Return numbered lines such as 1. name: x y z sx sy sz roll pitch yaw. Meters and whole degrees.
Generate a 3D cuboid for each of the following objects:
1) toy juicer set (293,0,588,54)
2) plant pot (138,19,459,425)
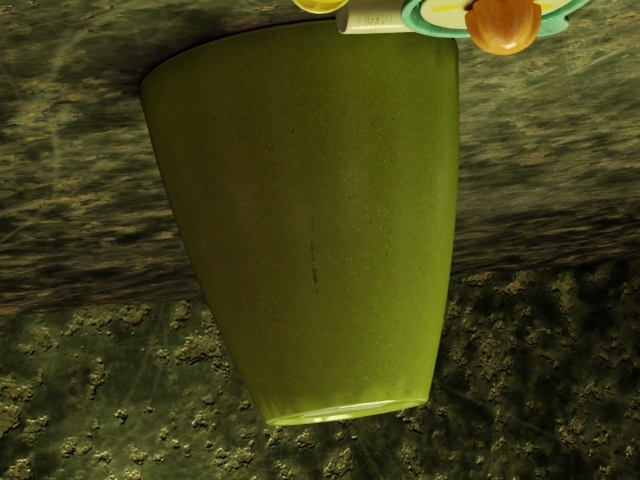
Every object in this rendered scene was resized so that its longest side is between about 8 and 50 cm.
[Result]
1. toy juicer set: 0.083 -0.164 1.037 0.209 0.089 0.329 -8 170 1
2. plant pot: 0.000 0.000 1.285 0.274 0.294 0.275 -7 169 -1
